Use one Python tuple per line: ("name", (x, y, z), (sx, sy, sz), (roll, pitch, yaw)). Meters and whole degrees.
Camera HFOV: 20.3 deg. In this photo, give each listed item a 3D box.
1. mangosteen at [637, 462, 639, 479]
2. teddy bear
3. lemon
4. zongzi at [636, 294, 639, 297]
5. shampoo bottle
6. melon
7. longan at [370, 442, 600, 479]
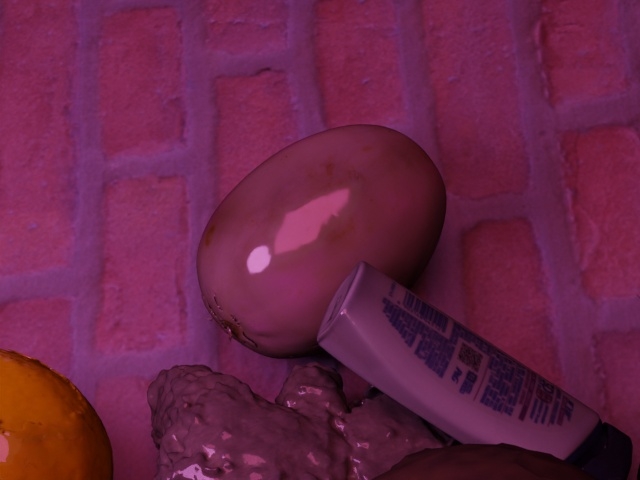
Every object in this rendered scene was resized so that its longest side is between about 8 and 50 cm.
("mangosteen", (0.501, 0.214, 1.732), (0.381, 0.421, 0.381), (16, 23, -7))
("teddy bear", (-0.009, 0.277, 1.891), (0.367, 0.224, 0.357), (6, 54, -8))
("lemon", (-0.360, 0.247, 1.865), (0.297, 0.297, 0.297), (-3, 55, 4))
("zongzi", (0.400, 0.118, 2.023), (0.154, 0.062, 0.130), (26, 74, 28))
("shampoo bottle", (0.165, 0.165, 1.896), (0.359, 0.078, 0.134), (33, 38, -7))
("melon", (0.000, 0.000, 2.039), (0.317, 0.223, 0.223), (-41, 61, -16))
("longan", (0.161, 0.376, 1.635), (0.391, 0.391, 0.391), (-3, 55, 4))
